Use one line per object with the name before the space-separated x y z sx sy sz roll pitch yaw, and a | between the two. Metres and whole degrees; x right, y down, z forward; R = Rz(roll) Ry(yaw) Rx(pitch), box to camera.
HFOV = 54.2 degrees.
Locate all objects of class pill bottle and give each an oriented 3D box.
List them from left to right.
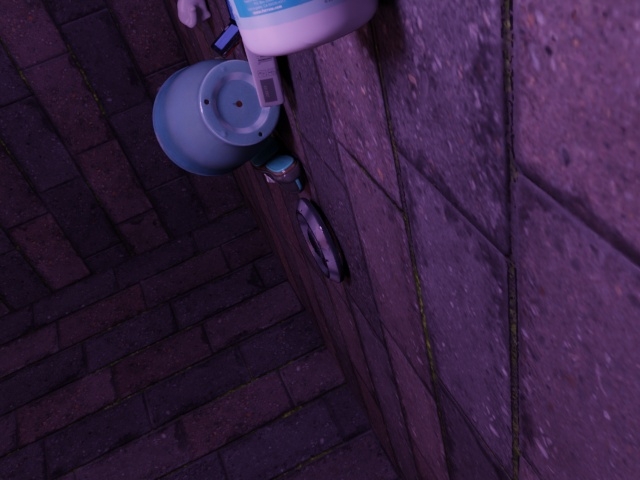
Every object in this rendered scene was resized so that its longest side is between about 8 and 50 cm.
pill bottle | -0.045 -0.321 0.582 0.146 0.146 0.264 50 163 59

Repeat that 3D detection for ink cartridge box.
ink cartridge box | -0.118 -0.402 1.190 0.189 0.066 0.233 77 -174 -56

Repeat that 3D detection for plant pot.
plant pot | -0.221 -0.289 1.420 0.255 0.271 0.272 4 120 65

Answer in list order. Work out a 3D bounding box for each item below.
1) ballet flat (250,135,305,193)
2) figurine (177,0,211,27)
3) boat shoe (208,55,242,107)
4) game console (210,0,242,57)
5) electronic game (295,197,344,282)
ballet flat | -0.110 -0.182 1.568 0.096 0.095 0.280 56 177 -32
figurine | -0.383 -0.728 1.708 0.215 0.092 0.209 60 166 27
boat shoe | -0.286 -0.427 1.881 0.307 0.104 0.111 59 170 34
game console | -0.213 -0.482 1.369 0.085 0.124 0.144 39 -173 -31
electronic game | 0.000 0.000 1.542 0.229 0.048 0.229 61 170 19
